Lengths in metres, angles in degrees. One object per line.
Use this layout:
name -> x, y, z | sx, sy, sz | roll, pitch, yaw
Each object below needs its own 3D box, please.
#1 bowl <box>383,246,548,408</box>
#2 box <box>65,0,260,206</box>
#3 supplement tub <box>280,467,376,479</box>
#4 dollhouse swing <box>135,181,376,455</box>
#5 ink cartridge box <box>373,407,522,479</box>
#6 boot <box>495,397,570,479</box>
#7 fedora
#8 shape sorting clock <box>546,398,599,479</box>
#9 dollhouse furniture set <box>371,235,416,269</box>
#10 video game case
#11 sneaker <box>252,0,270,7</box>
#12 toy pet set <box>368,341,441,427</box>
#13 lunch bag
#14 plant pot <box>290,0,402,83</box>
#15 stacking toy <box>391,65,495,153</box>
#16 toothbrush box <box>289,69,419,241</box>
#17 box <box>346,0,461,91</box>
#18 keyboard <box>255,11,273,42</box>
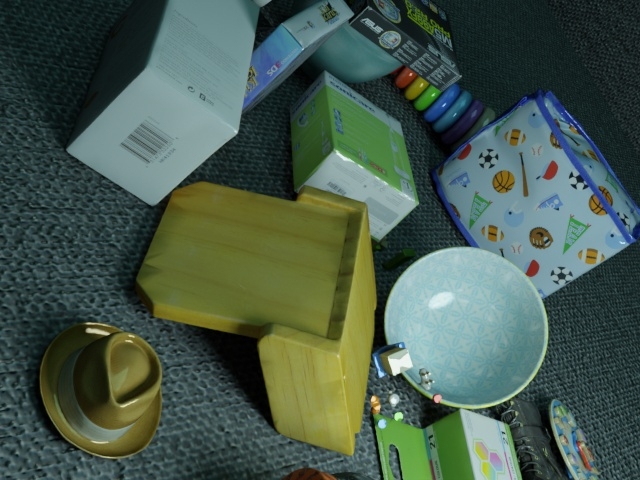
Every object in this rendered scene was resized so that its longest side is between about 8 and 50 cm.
bowl -> 0.253, 0.171, 1.751 | 0.156, 0.290, 0.289 | 92, -27, -72
box -> -0.239, -0.263, 1.523 | 0.168, 0.215, 0.345 | 34, 38, -27
supplement tub -> 0.083, 0.440, 1.278 | 0.338, 0.207, 0.207 | 34, 38, -27
dollhouse swing -> -0.087, 0.110, 1.509 | 0.346, 0.305, 0.315 | -79, 165, -49
ink cartridge box -> 0.219, 0.379, 1.600 | 0.255, 0.097, 0.188 | 25, 43, -37
boot -> 0.378, 0.399, 1.793 | 0.263, 0.091, 0.229 | 19, 45, -55
fedora -> -0.259, 0.177, 1.218 | 0.194, 0.079, 0.194 | 31, 40, -30
shape sorting clock -> 0.513, 0.417, 1.942 | 0.206, 0.040, 0.206 | 53, 21, -31
dollhouse furniture set -> 0.123, -0.021, 1.883 | 0.076, 0.059, 0.151 | 1, 59, -51
video game case -> -0.088, -0.307, 1.696 | 0.061, 0.269, 0.244 | 48, 33, -6
sneaker -> -0.145, -0.666, 2.081 | 0.236, 0.130, 0.322 | 45, 39, -19
toy pet set -> 0.123, 0.237, 1.620 | 0.122, 0.065, 0.114 | -19, 94, -19
lunch bag -> 0.476, -0.098, 2.140 | 0.385, 0.328, 0.239 | 53, 29, 3
plant pot -> 0.048, -0.451, 2.061 | 0.293, 0.196, 0.293 | 32, 38, -29
stacking toy -> 0.256, -0.358, 2.306 | 0.330, 0.141, 0.141 | 40, 35, -8
toothbrush box -> 0.059, -0.165, 1.841 | 0.206, 0.122, 0.283 | 30, 32, -26
box -> 0.166, -0.454, 1.974 | 0.270, 0.060, 0.216 | 29, 39, -31
keyboard -> -0.164, -0.441, 1.954 | 0.108, 0.023, 0.180 | 52, 34, 10
